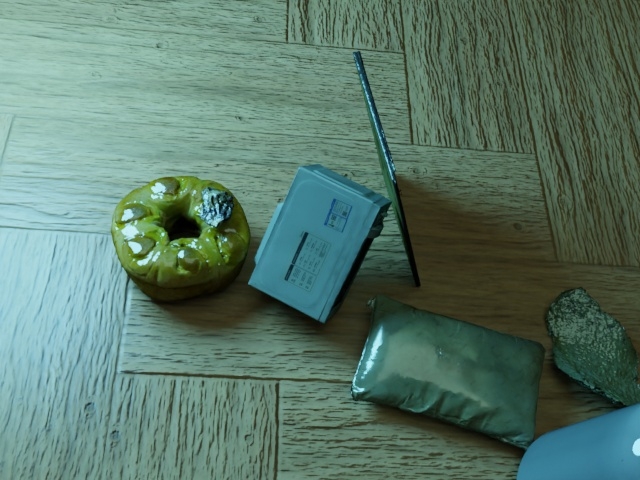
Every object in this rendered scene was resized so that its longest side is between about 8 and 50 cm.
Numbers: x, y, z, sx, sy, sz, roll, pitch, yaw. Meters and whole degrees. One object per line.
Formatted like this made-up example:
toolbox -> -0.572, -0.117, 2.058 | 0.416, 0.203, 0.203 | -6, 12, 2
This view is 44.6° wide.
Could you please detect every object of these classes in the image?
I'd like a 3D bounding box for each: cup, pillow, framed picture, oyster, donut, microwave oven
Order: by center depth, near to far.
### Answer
cup -> 0.417, 0.324, 1.028 | 0.205, 0.312, 0.205 | 5, 65, -12
pillow -> 0.200, 0.204, 1.227 | 0.302, 0.075, 0.185 | 17, 62, 1
oyster -> -0.164, -0.053, 1.236 | 0.054, 0.019, 0.083 | 5, 55, -7
microwave oven -> 0.000, 0.000, 1.240 | 0.162, 0.208, 0.122 | 27, 13, 10
framed picture -> 0.111, -0.104, 1.263 | 0.014, 0.338, 0.255 | -16, 60, 5
donut -> -0.226, -0.005, 1.274 | 0.227, 0.114, 0.226 | 4, 56, -6

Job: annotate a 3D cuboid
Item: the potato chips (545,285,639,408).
potato chips -> 0.462, 0.188, 1.287 | 0.167, 0.059, 0.228 | 6, 52, -12
